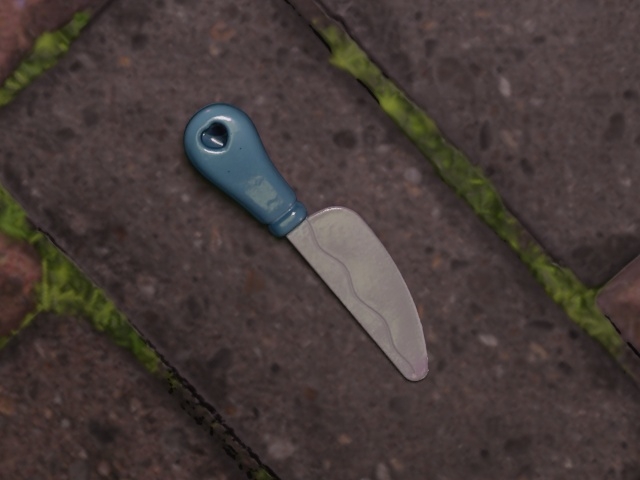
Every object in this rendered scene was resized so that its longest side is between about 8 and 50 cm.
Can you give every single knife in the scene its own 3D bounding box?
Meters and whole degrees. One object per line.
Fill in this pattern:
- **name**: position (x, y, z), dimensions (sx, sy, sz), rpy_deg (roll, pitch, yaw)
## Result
- **knife**: position (0.001, -0.002, 1.328), dimensions (0.058, 0.032, 0.244), rpy_deg (-45, 100, 2)
